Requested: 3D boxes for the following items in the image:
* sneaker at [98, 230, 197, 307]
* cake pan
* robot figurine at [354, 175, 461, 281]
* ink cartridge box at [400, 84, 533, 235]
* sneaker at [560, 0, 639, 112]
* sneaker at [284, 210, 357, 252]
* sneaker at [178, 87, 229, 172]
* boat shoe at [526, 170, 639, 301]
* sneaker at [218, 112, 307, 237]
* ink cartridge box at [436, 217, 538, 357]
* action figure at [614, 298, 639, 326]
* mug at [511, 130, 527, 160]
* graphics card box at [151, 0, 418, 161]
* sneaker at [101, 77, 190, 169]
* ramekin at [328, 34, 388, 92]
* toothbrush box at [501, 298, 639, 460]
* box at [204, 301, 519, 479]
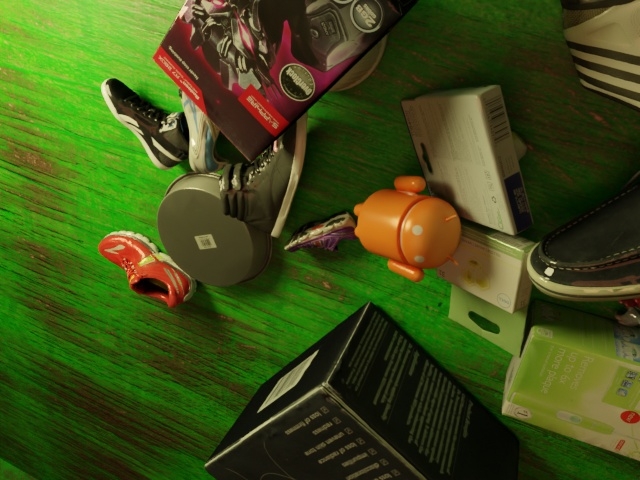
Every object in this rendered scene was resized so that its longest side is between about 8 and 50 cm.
[{"bbox_3d":[-0.443,0.071,1.263,0.279,0.118,0.107,27,125,9],"label":"sneaker"},{"bbox_3d":[-0.251,-0.013,1.166,0.293,0.054,0.293,11,122,19],"label":"cake pan"},{"bbox_3d":[0.153,-0.024,0.898,0.128,0.158,0.219,33,171,-39],"label":"robot figurine"},{"bbox_3d":[0.229,-0.134,0.822,0.045,0.224,0.223,-27,111,-12],"label":"ink cartridge box"},{"bbox_3d":[0.532,-0.288,0.601,0.448,0.169,0.257,-5,124,36],"label":"sneaker"},{"bbox_3d":[0.000,0.000,1.050,0.170,0.068,0.071,-17,115,31],"label":"sneaker"},{"bbox_3d":[-0.231,-0.251,1.013,0.086,0.085,0.237,-7,113,-6],"label":"sneaker"},{"bbox_3d":[0.514,-0.067,0.676,0.500,0.186,0.156,-25,119,23],"label":"boat shoe"},{"bbox_3d":[-0.115,-0.136,0.979,0.147,0.104,0.295,14,129,-8],"label":"sneaker"},{"bbox_3d":[0.289,0.086,0.917,0.171,0.056,0.235,30,129,47],"label":"ink cartridge box"},{"bbox_3d":[0.605,0.144,0.738,0.371,0.275,0.248,15,130,0],"label":"action figure"},{"bbox_3d":[0.294,-0.147,0.828,0.078,0.062,0.064,30,124,-32],"label":"mug"},{"bbox_3d":[-0.069,-0.301,0.736,0.233,0.094,0.371,47,135,-11],"label":"graphics card box"},{"bbox_3d":[-0.340,-0.261,1.057,0.121,0.079,0.216,-22,115,30],"label":"sneaker"},{"bbox_3d":[-0.001,-0.338,0.828,0.207,0.109,0.207,11,122,19],"label":"ramekin"},{"bbox_3d":[0.502,0.256,0.928,0.283,0.122,0.206,15,123,15],"label":"toothbrush box"},{"bbox_3d":[0.089,0.479,1.140,0.472,0.297,0.480,45,126,-2],"label":"box"}]
